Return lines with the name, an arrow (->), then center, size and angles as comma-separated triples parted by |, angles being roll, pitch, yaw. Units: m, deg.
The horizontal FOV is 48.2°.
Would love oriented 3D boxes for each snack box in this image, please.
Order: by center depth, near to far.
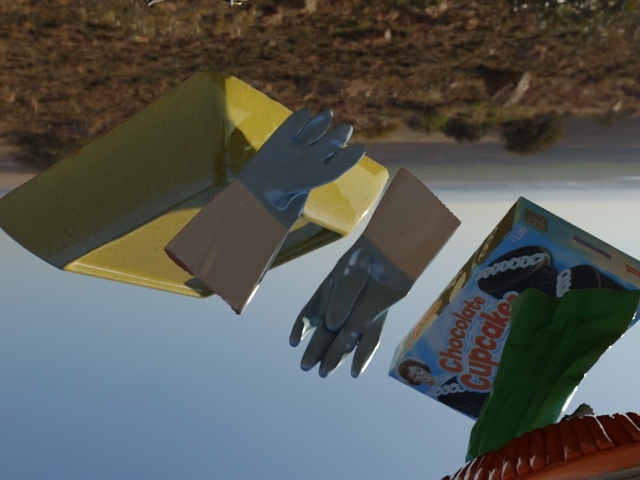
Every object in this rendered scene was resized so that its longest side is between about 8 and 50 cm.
snack box -> 0.240, 0.110, 0.902 | 0.187, 0.322, 0.060 | 28, -138, -2

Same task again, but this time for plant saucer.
plant saucer -> -0.128, -0.023, 0.801 | 0.333, 0.081, 0.333 | -23, 156, 28

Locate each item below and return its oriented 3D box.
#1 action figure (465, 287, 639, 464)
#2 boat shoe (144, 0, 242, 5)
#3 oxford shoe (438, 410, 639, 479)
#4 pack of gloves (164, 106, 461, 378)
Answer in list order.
action figure -> 0.186, 0.137, 0.614 | 0.137, 0.063, 0.232 | -18, -153, 51
boat shoe -> -0.152, -0.474, 1.244 | 0.324, 0.119, 0.122 | -28, -161, -9
oxford shoe -> 0.209, 0.165, 0.416 | 0.364, 0.132, 0.130 | -21, 172, 19
pack of gloves -> 0.000, 0.000, 0.649 | 0.232, 0.195, 0.046 | -52, -170, -32
